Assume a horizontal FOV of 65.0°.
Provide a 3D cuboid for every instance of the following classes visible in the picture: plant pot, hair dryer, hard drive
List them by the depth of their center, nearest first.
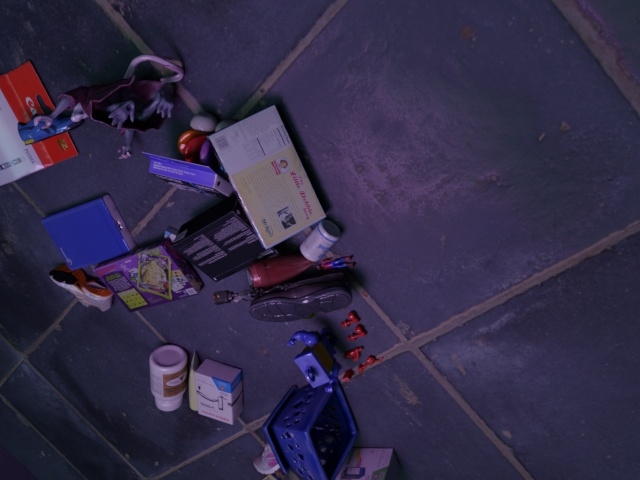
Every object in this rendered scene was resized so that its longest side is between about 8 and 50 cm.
[{"bbox_3d":[-0.154,0.104,1.458,0.293,0.223,0.080,-23,80,19],"label":"hair dryer"},{"bbox_3d":[-0.041,0.614,1.628,0.211,0.236,0.236,-8,113,33],"label":"plant pot"},{"bbox_3d":[-0.794,-0.020,1.721,0.318,0.040,0.211,-13,110,27],"label":"hard drive"}]

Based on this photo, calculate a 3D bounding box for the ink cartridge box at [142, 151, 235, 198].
[{"bbox_3d":[-0.353,-0.171,1.374,0.206,0.208,0.045,14,82,16],"label":"ink cartridge box"}]

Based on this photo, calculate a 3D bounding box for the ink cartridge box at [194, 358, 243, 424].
[{"bbox_3d":[-0.362,0.544,1.805,0.148,0.086,0.203,11,119,17],"label":"ink cartridge box"}]

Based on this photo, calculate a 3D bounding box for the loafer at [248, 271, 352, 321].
[{"bbox_3d":[-0.055,0.158,1.422,0.302,0.095,0.109,-11,135,14],"label":"loafer"}]

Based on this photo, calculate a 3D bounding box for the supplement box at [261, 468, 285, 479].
[{"bbox_3d":[-0.169,0.877,1.896,0.056,0.083,0.083,39,124,-1],"label":"supplement box"}]

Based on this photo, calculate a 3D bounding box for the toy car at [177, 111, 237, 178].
[{"bbox_3d":[-0.295,-0.243,1.341,0.181,0.136,0.159,19,121,13],"label":"toy car"}]

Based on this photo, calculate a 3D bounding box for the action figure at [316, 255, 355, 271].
[{"bbox_3d":[0.039,0.069,1.429,0.115,0.030,0.038,-11,116,29],"label":"action figure"}]

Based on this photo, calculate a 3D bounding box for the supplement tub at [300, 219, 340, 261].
[{"bbox_3d":[0.000,0.000,1.383,0.071,0.071,0.107,40,124,-1],"label":"supplement tub"}]

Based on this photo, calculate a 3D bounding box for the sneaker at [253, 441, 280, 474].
[{"bbox_3d":[-0.158,0.760,1.831,0.252,0.103,0.111,-34,95,26],"label":"sneaker"}]

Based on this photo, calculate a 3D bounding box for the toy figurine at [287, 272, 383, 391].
[{"bbox_3d":[0.003,0.307,1.453,0.191,0.217,0.363,-23,105,30],"label":"toy figurine"}]

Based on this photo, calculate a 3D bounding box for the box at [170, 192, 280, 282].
[{"bbox_3d":[-0.266,-0.006,1.441,0.261,0.103,0.184,-25,124,30],"label":"box"}]

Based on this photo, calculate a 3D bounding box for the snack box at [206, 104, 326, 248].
[{"bbox_3d":[-0.135,-0.161,1.301,0.187,0.060,0.322,-28,106,-12],"label":"snack box"}]

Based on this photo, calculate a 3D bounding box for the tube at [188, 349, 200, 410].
[{"bbox_3d":[-0.455,0.521,1.838,0.070,0.062,0.241,28,129,34],"label":"tube"}]

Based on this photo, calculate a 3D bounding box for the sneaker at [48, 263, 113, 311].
[{"bbox_3d":[-0.873,0.184,1.830,0.262,0.099,0.121,23,127,12],"label":"sneaker"}]

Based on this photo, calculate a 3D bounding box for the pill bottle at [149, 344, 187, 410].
[{"bbox_3d":[-0.555,0.508,1.839,0.131,0.131,0.230,17,121,14],"label":"pill bottle"}]

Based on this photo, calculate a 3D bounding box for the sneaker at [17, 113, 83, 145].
[{"bbox_3d":[-0.827,-0.354,1.526,0.209,0.069,0.082,-13,106,11],"label":"sneaker"}]

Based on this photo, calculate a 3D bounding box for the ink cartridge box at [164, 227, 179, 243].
[{"bbox_3d":[-0.473,0.006,1.608,0.048,0.028,0.083,25,122,9],"label":"ink cartridge box"}]

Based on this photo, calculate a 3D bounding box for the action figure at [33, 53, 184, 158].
[{"bbox_3d":[-0.584,-0.383,1.359,0.370,0.248,0.276,17,89,41],"label":"action figure"}]

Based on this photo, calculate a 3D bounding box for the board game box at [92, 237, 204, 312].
[{"bbox_3d":[-0.578,0.125,1.680,0.346,0.056,0.208,-16,123,29],"label":"board game box"}]

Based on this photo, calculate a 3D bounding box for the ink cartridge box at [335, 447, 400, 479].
[{"bbox_3d":[0.141,0.782,1.676,0.212,0.154,0.093,-12,110,28],"label":"ink cartridge box"}]

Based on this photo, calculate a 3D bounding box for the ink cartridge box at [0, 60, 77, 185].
[{"bbox_3d":[-0.996,-0.356,1.604,0.384,0.091,0.309,-10,111,28],"label":"ink cartridge box"}]
